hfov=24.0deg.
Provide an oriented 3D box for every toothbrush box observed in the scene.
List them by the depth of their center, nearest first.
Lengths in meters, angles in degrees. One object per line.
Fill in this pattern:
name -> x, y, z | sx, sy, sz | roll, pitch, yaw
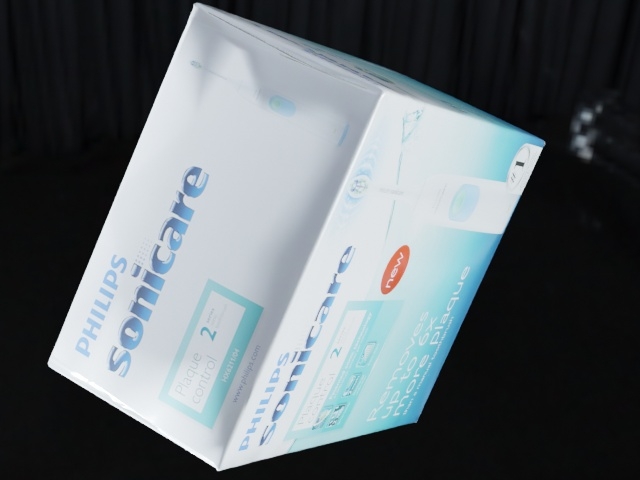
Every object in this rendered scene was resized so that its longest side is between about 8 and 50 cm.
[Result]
toothbrush box -> 0.000, 0.000, 0.899 | 0.126, 0.216, 0.295 | 27, -171, 23
